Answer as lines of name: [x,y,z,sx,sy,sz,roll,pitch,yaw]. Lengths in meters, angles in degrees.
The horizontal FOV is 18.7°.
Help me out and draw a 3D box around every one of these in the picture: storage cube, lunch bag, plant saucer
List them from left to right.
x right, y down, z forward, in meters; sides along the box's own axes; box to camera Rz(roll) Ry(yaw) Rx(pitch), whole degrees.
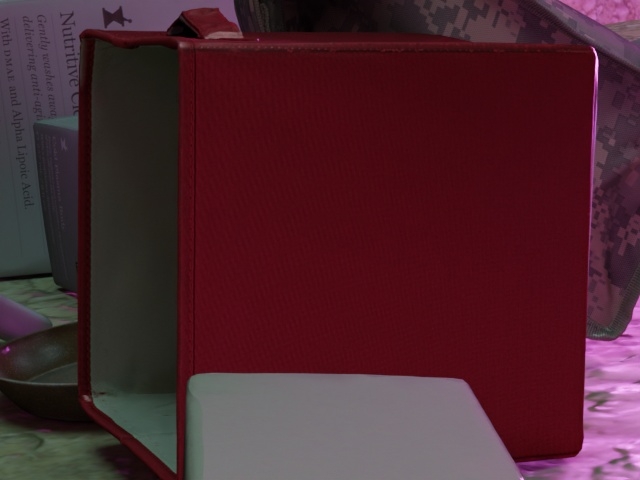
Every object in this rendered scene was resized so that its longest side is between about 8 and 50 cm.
plant saucer: [-0.100,0.069,1.067,0.168,0.029,0.168,-6,9,1]
storage cube: [0.000,0.000,0.901,0.193,0.215,0.183,-2,8,-20]
lunch bag: [0.065,-0.085,1.126,0.287,0.169,0.235,31,5,-8]

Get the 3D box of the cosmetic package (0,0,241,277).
cosmetic package: [-0.066,-0.101,1.481,0.385,0.217,0.156,-7,9,7]

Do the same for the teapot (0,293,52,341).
teapot: [-0.309,-0.018,1.124,0.252,0.256,0.187,-19,5,-14]

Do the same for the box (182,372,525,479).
box: [0.011,0.117,0.485,0.094,0.113,0.275,0,11,-4]

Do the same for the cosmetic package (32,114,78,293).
cosmetic package: [-0.106,-0.020,1.295,0.107,0.127,0.238,-9,9,-21]
